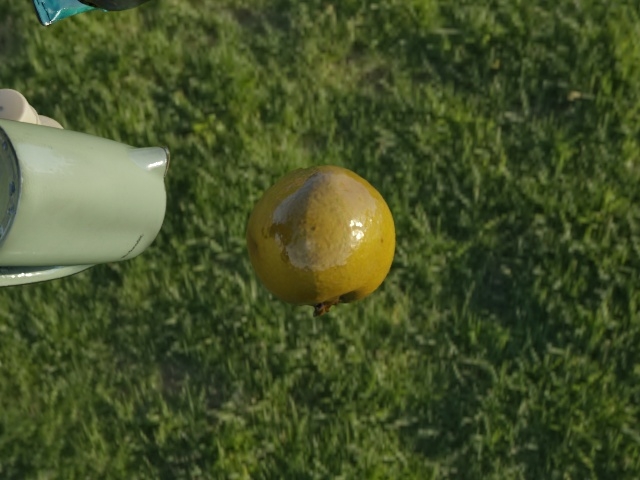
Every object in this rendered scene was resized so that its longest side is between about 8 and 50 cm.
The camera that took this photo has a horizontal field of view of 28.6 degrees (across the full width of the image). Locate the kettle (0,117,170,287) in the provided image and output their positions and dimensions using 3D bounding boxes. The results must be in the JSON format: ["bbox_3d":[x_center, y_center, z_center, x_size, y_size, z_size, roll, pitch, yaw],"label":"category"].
[{"bbox_3d":[-0.324,-0.033,1.459,0.255,0.240,0.165,1,46,-56],"label":"kettle"}]

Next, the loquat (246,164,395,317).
[{"bbox_3d":[0.000,0.000,1.732,0.208,0.208,0.208,-1,51,2],"label":"loquat"}]

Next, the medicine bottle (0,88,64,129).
[{"bbox_3d":[-0.368,-0.099,1.608,0.114,0.252,0.114,-3,63,7],"label":"medicine bottle"}]

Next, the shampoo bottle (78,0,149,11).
[{"bbox_3d":[-0.111,-0.163,0.309,0.129,0.323,0.084,5,74,16],"label":"shampoo bottle"}]

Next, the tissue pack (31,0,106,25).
[{"bbox_3d":[-0.289,-0.291,1.435,0.028,0.085,0.138,-23,3,32],"label":"tissue pack"}]
